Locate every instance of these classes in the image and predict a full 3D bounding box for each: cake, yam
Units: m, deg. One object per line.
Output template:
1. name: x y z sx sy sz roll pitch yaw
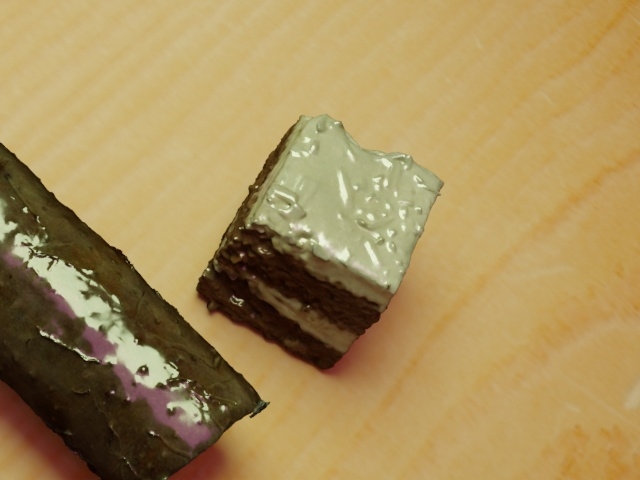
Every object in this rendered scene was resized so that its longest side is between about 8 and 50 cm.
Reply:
1. cake: 0.000 0.000 0.955 0.135 0.147 0.134 30 61 -8
2. yam: -0.177 0.059 0.878 0.280 0.131 0.131 44 59 3
